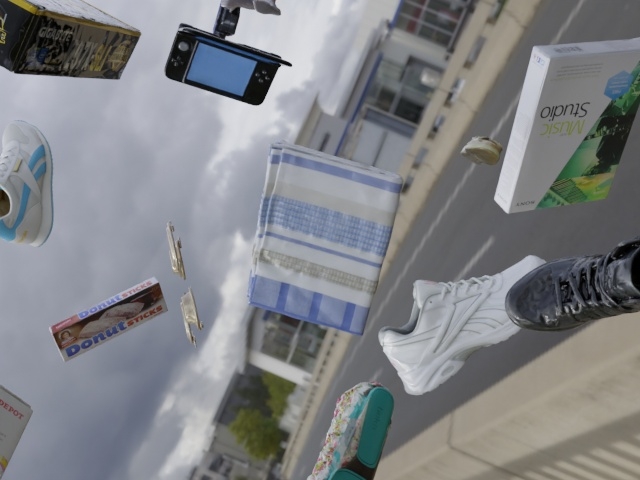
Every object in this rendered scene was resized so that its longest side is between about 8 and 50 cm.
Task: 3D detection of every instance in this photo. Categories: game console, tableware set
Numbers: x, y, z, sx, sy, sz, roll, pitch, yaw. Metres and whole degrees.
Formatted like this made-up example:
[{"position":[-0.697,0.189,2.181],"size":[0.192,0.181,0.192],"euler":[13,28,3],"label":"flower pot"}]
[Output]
[{"position":[-0.106,-0.190,0.936],"size":[0.071,0.122,0.107],"euler":[-92,25,-45],"label":"game console"},{"position":[-0.179,0.057,1.107],"size":[0.141,0.020,0.168],"euler":[134,123,-76],"label":"tableware set"}]

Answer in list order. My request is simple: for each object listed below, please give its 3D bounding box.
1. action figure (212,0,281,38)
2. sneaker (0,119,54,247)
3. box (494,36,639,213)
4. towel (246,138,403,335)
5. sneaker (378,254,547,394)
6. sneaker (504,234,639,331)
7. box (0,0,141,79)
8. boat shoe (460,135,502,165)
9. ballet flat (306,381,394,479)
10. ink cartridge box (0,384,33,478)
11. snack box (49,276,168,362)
[{"position":[-0.124,-0.535,1.850],"size":[0.341,0.179,0.330],"euler":[-72,22,8],"label":"action figure"},{"position":[-0.498,-0.103,1.378],"size":[0.087,0.092,0.228],"euler":[-32,61,33],"label":"sneaker"},{"position":[0.461,-0.205,1.538],"size":[0.058,0.232,0.322],"euler":[-120,28,-46],"label":"box"},{"position":[0.000,0.000,1.301],"size":[0.034,0.209,0.285],"euler":[-60,-16,-63],"label":"towel"},{"position":[0.169,0.081,1.019],"size":[0.232,0.115,0.090],"euler":[-38,6,2],"label":"sneaker"},{"position":[0.197,0.023,0.544],"size":[0.089,0.170,0.051],"euler":[24,-124,-64],"label":"sneaker"},{"position":[-0.377,-0.277,0.966],"size":[0.079,0.257,0.322],"euler":[-60,-1,11],"label":"box"},{"position":[0.280,-0.160,1.440],"size":[0.048,0.056,0.153],"euler":[-57,1,1],"label":"boat shoe"},{"position":[0.026,0.286,1.057],"size":[0.077,0.091,0.241],"euler":[-18,35,49],"label":"ballet flat"},{"position":[-0.587,0.331,1.366],"size":[0.154,0.093,0.212],"euler":[51,-138,-36],"label":"ink cartridge box"},{"position":[-0.328,0.122,1.315],"size":[0.178,0.022,0.064],"euler":[-27,-47,-21],"label":"snack box"}]
